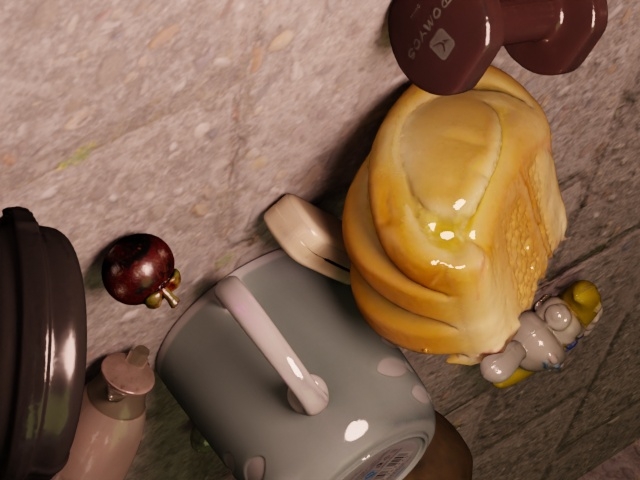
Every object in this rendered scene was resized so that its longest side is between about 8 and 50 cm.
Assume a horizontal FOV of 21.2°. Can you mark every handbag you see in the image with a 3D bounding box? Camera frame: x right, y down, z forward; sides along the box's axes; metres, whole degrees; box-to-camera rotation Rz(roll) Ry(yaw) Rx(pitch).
[{"bbox_3d":[-0.283,0.109,1.556,0.093,0.254,0.308,5,158,-20],"label":"handbag"}]

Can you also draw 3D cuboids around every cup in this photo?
[{"bbox_3d":[-0.026,0.171,2.022,0.259,0.274,0.357,-37,158,-5],"label":"cup"}]

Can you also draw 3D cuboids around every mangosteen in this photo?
[{"bbox_3d":[-0.188,0.032,1.775,0.081,0.081,0.081,-32,156,-16],"label":"mangosteen"}]

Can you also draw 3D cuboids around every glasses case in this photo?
[{"bbox_3d":[0.000,0.000,1.988,0.050,0.083,0.196,-39,156,11],"label":"glasses case"}]

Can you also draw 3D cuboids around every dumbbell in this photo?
[{"bbox_3d":[0.187,-0.230,1.779,0.225,0.124,0.140,-15,147,-43],"label":"dumbbell"}]

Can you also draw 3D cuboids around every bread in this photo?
[{"bbox_3d":[0.136,-0.040,1.922,0.316,0.211,0.270,-62,146,-36],"label":"bread"}]

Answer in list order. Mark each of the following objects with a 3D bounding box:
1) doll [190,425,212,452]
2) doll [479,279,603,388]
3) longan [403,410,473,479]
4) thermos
[{"bbox_3d":[-0.079,0.229,2.312,0.214,0.071,0.103,-32,156,-6],"label":"doll"},{"bbox_3d":[0.368,0.162,2.805,0.237,0.111,0.252,-38,166,2],"label":"doll"},{"bbox_3d":[0.067,0.365,2.540,0.350,0.288,0.288,-17,150,-37],"label":"longan"},{"bbox_3d":[-0.250,0.207,2.007,0.193,0.105,0.137,-63,174,32],"label":"thermos"}]
